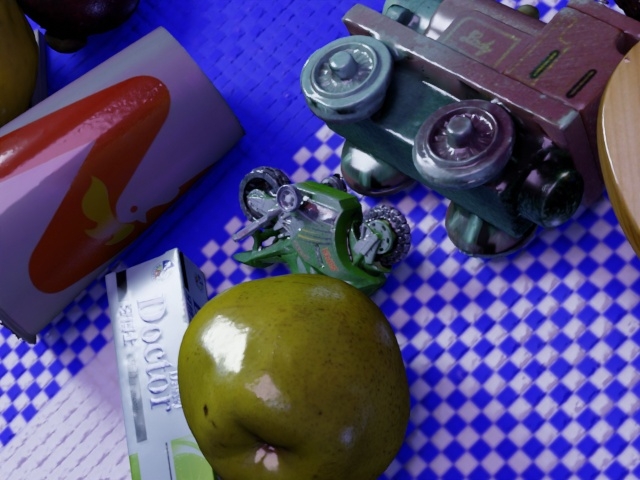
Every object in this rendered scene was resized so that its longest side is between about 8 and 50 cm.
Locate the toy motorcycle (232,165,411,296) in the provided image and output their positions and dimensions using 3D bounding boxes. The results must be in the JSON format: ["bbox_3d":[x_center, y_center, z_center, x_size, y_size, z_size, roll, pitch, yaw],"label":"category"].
[{"bbox_3d":[0.000,0.000,1.208,0.190,0.074,0.106,19,112,35],"label":"toy motorcycle"}]

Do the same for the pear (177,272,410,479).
[{"bbox_3d":[-0.021,0.120,1.094,0.198,0.198,0.198,-11,61,21],"label":"pear"}]

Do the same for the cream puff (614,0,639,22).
[{"bbox_3d":[0.340,-0.261,1.122,0.239,0.165,0.239,-11,62,21],"label":"cream puff"}]

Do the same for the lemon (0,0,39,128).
[{"bbox_3d":[-0.432,-0.166,1.386,0.320,0.245,0.245,-36,55,13],"label":"lemon"}]

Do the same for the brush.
[{"bbox_3d":[0.305,-0.028,1.021,0.174,0.166,0.266,-6,63,22],"label":"brush"}]

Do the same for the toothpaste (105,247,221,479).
[{"bbox_3d":[-0.125,0.170,1.193,0.081,0.067,0.336,-20,58,12],"label":"toothpaste"}]

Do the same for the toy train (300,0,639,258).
[{"bbox_3d":[0.129,-0.127,1.180,0.304,0.150,0.221,33,74,36],"label":"toy train"}]

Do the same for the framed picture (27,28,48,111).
[{"bbox_3d":[-0.425,-0.097,1.502,0.289,0.016,0.213,-19,59,16],"label":"framed picture"}]

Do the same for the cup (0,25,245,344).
[{"bbox_3d":[-0.224,-0.064,1.296,0.288,0.203,0.203,-39,55,-5],"label":"cup"}]

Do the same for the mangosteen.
[{"bbox_3d":[-0.261,-0.272,1.444,0.153,0.152,0.152,-11,61,21],"label":"mangosteen"}]
